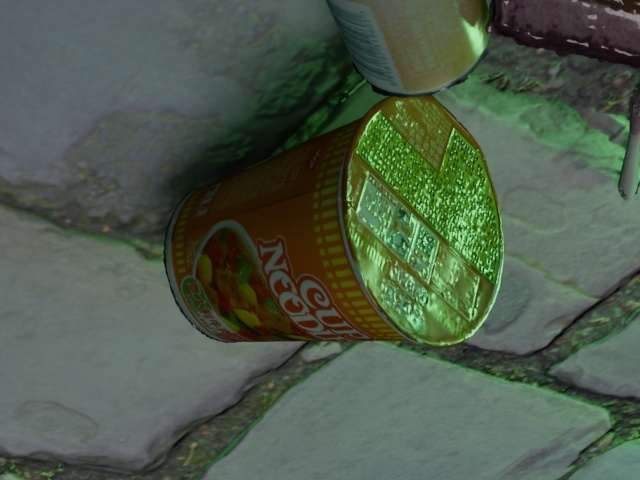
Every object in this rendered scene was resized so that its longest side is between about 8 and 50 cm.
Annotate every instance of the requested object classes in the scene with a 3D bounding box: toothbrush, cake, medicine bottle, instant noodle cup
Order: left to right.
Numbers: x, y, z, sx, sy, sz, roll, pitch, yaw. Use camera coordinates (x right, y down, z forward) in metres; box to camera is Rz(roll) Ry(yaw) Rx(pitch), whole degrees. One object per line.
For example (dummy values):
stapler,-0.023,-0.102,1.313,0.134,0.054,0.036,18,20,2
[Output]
instant noodle cup,0.000,0.000,0.991,0.185,0.168,0.168,-12,155,40
medicine bottle,0.002,-0.231,0.759,0.108,0.108,0.426,-23,146,4
toothbrush,0.243,-0.097,1.120,0.022,0.017,0.204,-23,145,-14
cake,0.234,-0.160,0.928,0.295,0.113,0.115,5,97,-27
